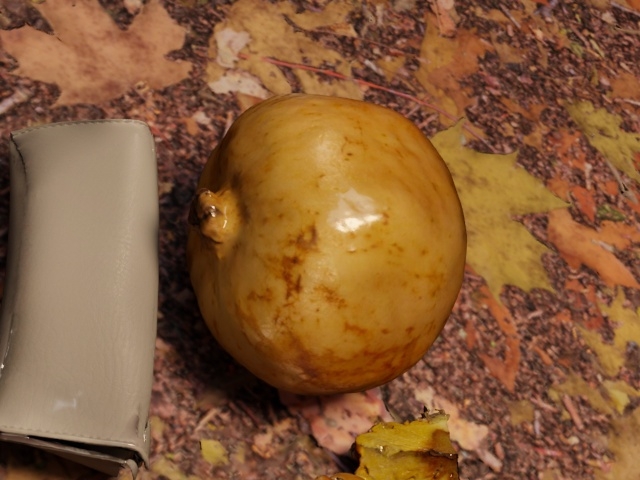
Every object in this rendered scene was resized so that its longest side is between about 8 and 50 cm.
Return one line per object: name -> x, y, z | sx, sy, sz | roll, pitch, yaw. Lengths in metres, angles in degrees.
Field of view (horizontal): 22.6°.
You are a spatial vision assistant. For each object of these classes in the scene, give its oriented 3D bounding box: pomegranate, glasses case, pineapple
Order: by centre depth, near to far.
glasses case -> -0.189, 0.044, 1.225 | 0.128, 0.083, 0.308 | 9, 52, -13
pomegranate -> 0.000, 0.000, 1.258 | 0.248, 0.248, 0.248 | 14, 50, -17
pineapple -> 0.085, 0.167, 1.277 | 0.114, 0.077, 0.114 | 33, 34, -5

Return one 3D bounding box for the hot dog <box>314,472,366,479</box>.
hot dog -> 0.070, 0.274, 1.177 | 0.102, 0.076, 0.249 | -24, 68, -30
